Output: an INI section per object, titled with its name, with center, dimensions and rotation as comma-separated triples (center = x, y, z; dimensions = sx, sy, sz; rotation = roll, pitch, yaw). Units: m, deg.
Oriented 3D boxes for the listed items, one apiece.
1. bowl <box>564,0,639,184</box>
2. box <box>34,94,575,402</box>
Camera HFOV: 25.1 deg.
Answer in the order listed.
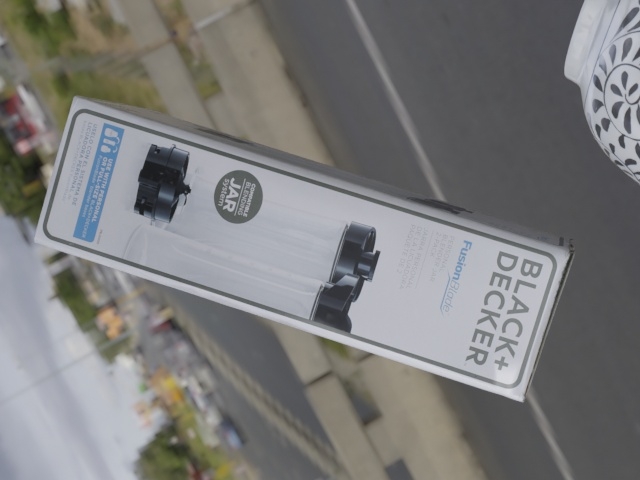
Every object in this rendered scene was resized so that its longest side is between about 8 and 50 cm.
[bowl]
center = 0.174, -0.104, 0.730
dimensions = 0.080, 0.170, 0.170
rotation = 21, 161, 14
[box]
center = 0.000, 0.000, 0.852
dimensions = 0.290, 0.087, 0.169
rotation = 17, -175, 8
